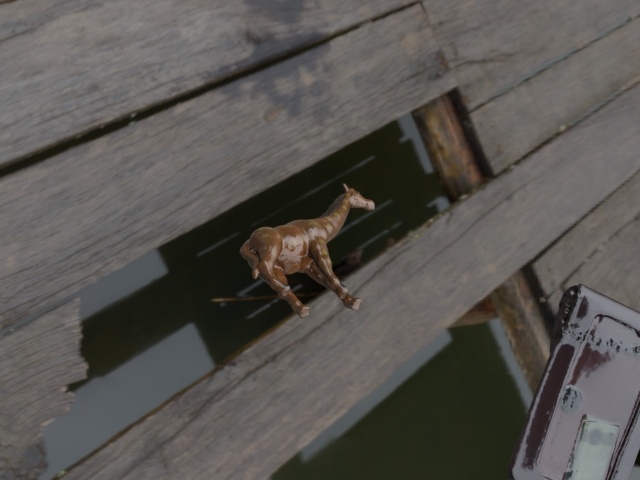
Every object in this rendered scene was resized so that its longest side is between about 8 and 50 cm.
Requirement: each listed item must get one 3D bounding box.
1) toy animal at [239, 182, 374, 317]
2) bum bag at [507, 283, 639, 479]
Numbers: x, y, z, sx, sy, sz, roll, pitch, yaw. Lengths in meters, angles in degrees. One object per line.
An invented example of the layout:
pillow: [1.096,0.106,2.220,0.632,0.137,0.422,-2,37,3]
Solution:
toy animal: [0.000,0.000,1.031,0.224,0.066,0.229,-1,37,-24]
bum bag: [0.204,0.121,0.613,0.109,0.026,0.159,25,84,-20]
